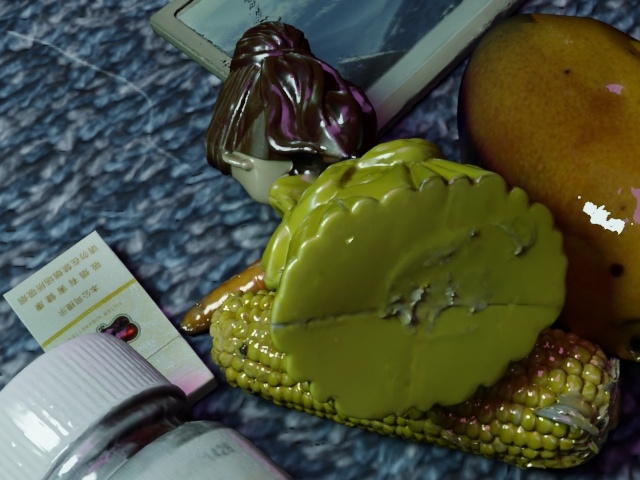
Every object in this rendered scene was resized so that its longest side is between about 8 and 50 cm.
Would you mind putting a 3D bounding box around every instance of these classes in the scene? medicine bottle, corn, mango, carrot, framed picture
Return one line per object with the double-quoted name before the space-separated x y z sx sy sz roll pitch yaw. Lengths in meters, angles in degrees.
"medicine bottle" -0.086 0.196 0.751 0.273 0.165 0.165 38 69 21
"corn" 0.061 0.095 0.843 0.293 0.106 0.106 7 60 15
"mango" 0.210 -0.047 0.881 0.201 0.153 0.287 -29 57 1
"carrot" 0.000 0.000 0.931 0.256 0.061 0.061 -28 60 -8
"framed picture" 0.047 -0.236 1.090 0.247 0.022 0.335 38 70 25

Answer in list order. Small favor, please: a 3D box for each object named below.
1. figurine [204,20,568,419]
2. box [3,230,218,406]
"figurine" 0.007 -0.030 0.833 0.187 0.168 0.315 -26 33 -9
"box" -0.162 0.076 0.920 0.090 0.024 0.167 -37 63 -13
